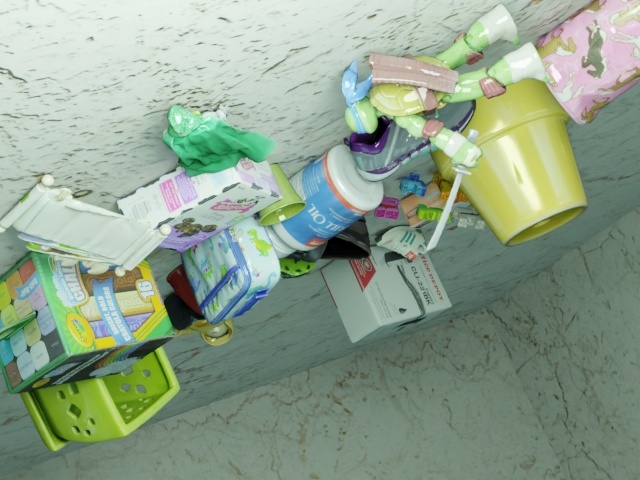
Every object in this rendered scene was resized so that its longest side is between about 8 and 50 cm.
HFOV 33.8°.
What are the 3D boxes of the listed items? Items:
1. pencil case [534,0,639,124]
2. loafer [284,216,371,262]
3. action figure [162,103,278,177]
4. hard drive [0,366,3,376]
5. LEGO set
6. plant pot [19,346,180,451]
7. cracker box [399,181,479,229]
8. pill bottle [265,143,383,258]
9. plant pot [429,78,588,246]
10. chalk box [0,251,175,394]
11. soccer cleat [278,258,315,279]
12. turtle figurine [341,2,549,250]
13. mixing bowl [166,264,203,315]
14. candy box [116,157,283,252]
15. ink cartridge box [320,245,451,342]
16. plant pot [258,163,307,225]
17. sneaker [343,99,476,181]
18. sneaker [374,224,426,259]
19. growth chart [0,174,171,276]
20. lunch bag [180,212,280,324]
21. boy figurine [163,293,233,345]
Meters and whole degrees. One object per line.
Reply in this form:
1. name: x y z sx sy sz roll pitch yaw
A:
1. pencil case: 0.503 -0.327 1.556 0.386 0.167 0.160 -31 -163 28
2. loafer: 0.000 0.000 2.060 0.109 0.095 0.303 -34 163 36
3. action figure: -0.150 -0.136 1.381 0.137 0.063 0.232 -24 170 8
4. hard drive: -0.655 0.207 1.869 0.233 0.047 0.353 -19 166 -17
5. LEGO set: 0.219 -0.092 2.096 0.227 0.093 0.087 7 120 -13
6. plant pot: -0.432 0.250 1.961 0.207 0.227 0.228 -22 -174 25
7. cracker box: 0.291 -0.087 2.274 0.156 0.067 0.232 -31 164 26
8. pill bottle: -0.011 -0.058 1.772 0.221 0.124 0.124 -34 162 36
9. plant pot: 0.343 -0.128 1.852 0.254 0.239 0.254 -22 167 -5
10. chalk box: -0.416 0.125 1.688 0.180 0.179 0.289 -33 163 35
11. soccer cleat: -0.099 0.059 2.218 0.179 0.060 0.072 -11 172 -21
12. turtle figurine: 0.180 -0.187 1.477 0.266 0.274 0.198 -30 -160 7
13. mixing bowl: -0.199 0.088 2.062 0.181 0.098 0.181 -23 166 -6
14. candy box: -0.179 -0.062 1.593 0.196 0.070 0.165 -27 165 15
15. ink cartridge box: 0.162 0.116 2.542 0.273 0.197 0.114 -10 160 -45
16. plant pot: -0.075 -0.077 1.688 0.083 0.079 0.083 -22 166 -6
17. sneaker: 0.145 -0.185 1.665 0.224 0.083 0.098 -36 138 -1
18. sneaker: 0.194 0.008 2.449 0.057 0.075 0.161 -35 163 37
19. growth chart: -0.334 -0.010 1.480 0.172 0.021 0.237 -30 143 34
20. lunch bag: -0.156 0.037 1.778 0.090 0.176 0.219 -16 165 -31
21. boy figurine: -0.261 0.169 2.281 0.177 0.092 0.285 -26 163 -1
